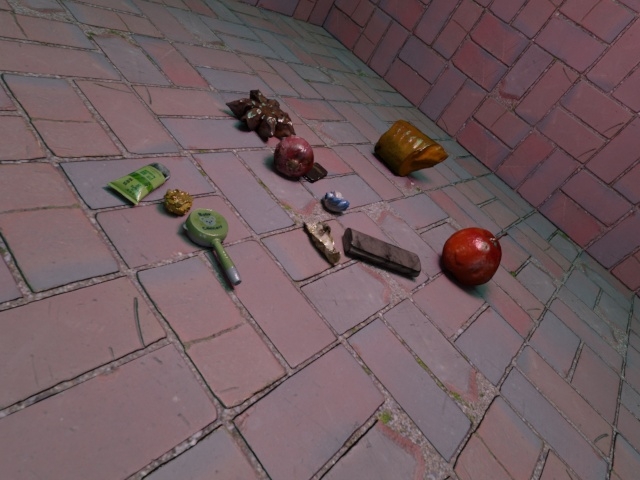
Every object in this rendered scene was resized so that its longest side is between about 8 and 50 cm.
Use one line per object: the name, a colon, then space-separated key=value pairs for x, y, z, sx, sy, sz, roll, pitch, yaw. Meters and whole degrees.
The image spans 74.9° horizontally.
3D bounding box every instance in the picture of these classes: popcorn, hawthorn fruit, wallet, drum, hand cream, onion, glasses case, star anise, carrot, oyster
popcorn: x=-0.398 y=-0.110 z=1.170 sx=0.082 sy=0.057 sz=0.083 roll=-2 pitch=46 yaw=-43
hawthorn fruit: x=0.626 y=0.042 z=1.658 sx=0.242 sy=0.271 sz=0.241 roll=22 pitch=42 yaw=-21
wallet: x=-0.027 y=-0.281 z=1.722 sx=0.082 sy=0.018 sz=0.157 roll=41 pitch=34 yaw=8
drum: x=-0.267 y=0.011 z=1.139 sx=0.253 sy=0.049 sz=0.130 roll=45 pitch=36 yaw=14
hand cream: x=-0.493 y=-0.167 z=1.167 sx=0.095 sy=0.046 sz=0.175 roll=37 pitch=36 yaw=-2
onion: x=-0.098 y=-0.335 z=1.612 sx=0.160 sy=0.159 sz=0.194 roll=26 pitch=35 yaw=-13
glasses case: x=0.222 y=0.043 z=1.502 sx=0.300 sy=0.060 sz=0.114 roll=20 pitch=37 yaw=-21
star anise: x=-0.248 y=-0.539 z=1.768 sx=0.316 sy=0.108 sz=0.315 roll=23 pitch=43 yaw=-23
carrot: x=0.445 y=-0.459 z=2.141 sx=0.340 sy=0.241 sz=0.242 roll=45 pitch=35 yaw=20
oyster: x=0.000 y=-0.004 z=1.397 sx=0.106 sy=0.061 sz=0.199 roll=3 pitch=40 yaw=-12

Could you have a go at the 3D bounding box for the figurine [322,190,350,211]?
figurine: x=0.065 y=-0.147 z=1.583 sx=0.115 sy=0.078 sz=0.114 roll=11 pitch=-5 yaw=1
